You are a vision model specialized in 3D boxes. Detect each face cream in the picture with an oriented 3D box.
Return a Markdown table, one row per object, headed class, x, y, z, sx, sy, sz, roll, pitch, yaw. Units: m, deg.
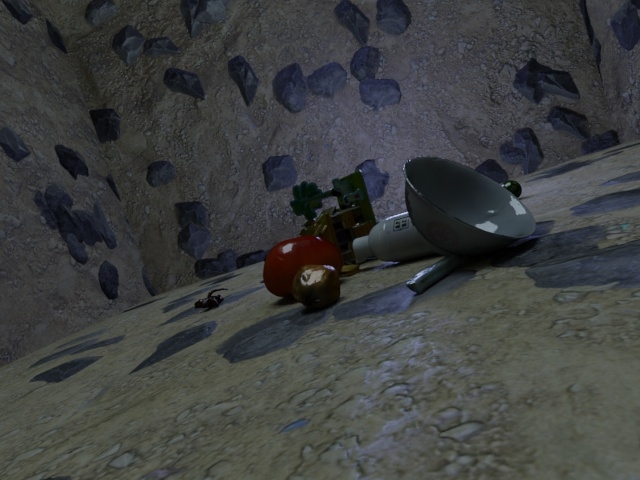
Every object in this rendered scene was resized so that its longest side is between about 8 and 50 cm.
| class | x | y | z | sx | sy | sz | roll | pitch | yaw |
| --- | --- | --- | --- | --- | --- | --- | --- | --- | --- |
| face cream | 0.242 | -0.005 | 1.404 | 0.370 | 0.145 | 0.145 | -17 | 4 | 35 |

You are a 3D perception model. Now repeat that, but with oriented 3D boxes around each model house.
| class | x | y | z | sx | sy | sz | roll | pitch | yaw |
| --- | --- | --- | --- | --- | --- | --- | --- | --- | --- |
| model house | 0.028 | -0.060 | 1.659 | 0.313 | 0.357 | 0.242 | -18 | 4 | -26 |

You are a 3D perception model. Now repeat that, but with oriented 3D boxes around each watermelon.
| class | x | y | z | sx | sy | sz | roll | pitch | yaw |
| --- | --- | --- | --- | --- | --- | --- | --- | --- | --- |
| watermelon | 0.866 | -0.229 | 2.073 | 0.109 | 0.109 | 0.109 | -18 | 3 | 1 |

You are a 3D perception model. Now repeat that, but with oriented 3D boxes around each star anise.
| class | x | y | z | sx | sy | sz | roll | pitch | yaw |
| --- | --- | --- | --- | --- | --- | --- | --- | --- | --- |
| star anise | -0.437 | 0.238 | 1.866 | 0.097 | 0.070 | 0.191 | -20 | 0 | 21 |

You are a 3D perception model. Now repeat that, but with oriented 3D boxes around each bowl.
| class | x | y | z | sx | sy | sz | roll | pitch | yaw |
| --- | --- | --- | --- | --- | --- | --- | --- | --- | --- |
| bowl | 0.341 | -0.058 | 1.139 | 0.345 | 0.345 | 0.157 | -22 | -37 | -45 |

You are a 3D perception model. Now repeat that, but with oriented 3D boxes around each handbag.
| class | x | y | z | sx | sy | sz | roll | pitch | yaw |
| --- | --- | --- | --- | --- | --- | --- | --- | --- | --- |
| handbag | 0.091 | 0.101 | 1.517 | 0.061 | 0.027 | 0.083 | -19 | 4 | -36 |

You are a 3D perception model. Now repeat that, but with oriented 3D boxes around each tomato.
| class | x | y | z | sx | sy | sz | roll | pitch | yaw |
| --- | --- | --- | --- | --- | --- | --- | --- | --- | --- |
| tomato | -0.064 | 0.080 | 1.426 | 0.260 | 0.180 | 0.260 | -14 | -3 | -1 |

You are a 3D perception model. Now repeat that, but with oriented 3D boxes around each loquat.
| class | x | y | z | sx | sy | sz | roll | pitch | yaw |
| --- | --- | --- | --- | --- | --- | --- | --- | --- | --- |
| loquat | -0.012 | 0.120 | 1.152 | 0.137 | 0.113 | 0.137 | 2 | 19 | -1 |

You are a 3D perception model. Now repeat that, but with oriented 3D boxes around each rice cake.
| class | x | y | z | sx | sy | sz | roll | pitch | yaw |
| --- | --- | --- | --- | --- | --- | --- | --- | --- | --- |
| rice cake | 0.255 | 0.073 | 1.009 | 0.033 | 0.033 | 0.208 | -13 | 6 | 44 |

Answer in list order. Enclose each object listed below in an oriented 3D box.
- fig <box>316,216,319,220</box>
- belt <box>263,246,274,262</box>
| class | x | y | z | sx | sy | sz | roll | pitch | yaw |
| --- | --- | --- | --- | --- | --- | --- | --- | --- | --- |
| fig | 0.008 | 0.024 | 2.139 | 0.149 | 0.202 | 0.148 | 20 | 34 | 20 |
| belt | -0.235 | 0.097 | 2.520 | 0.122 | 0.128 | 0.218 | -22 | 4 | -40 |
